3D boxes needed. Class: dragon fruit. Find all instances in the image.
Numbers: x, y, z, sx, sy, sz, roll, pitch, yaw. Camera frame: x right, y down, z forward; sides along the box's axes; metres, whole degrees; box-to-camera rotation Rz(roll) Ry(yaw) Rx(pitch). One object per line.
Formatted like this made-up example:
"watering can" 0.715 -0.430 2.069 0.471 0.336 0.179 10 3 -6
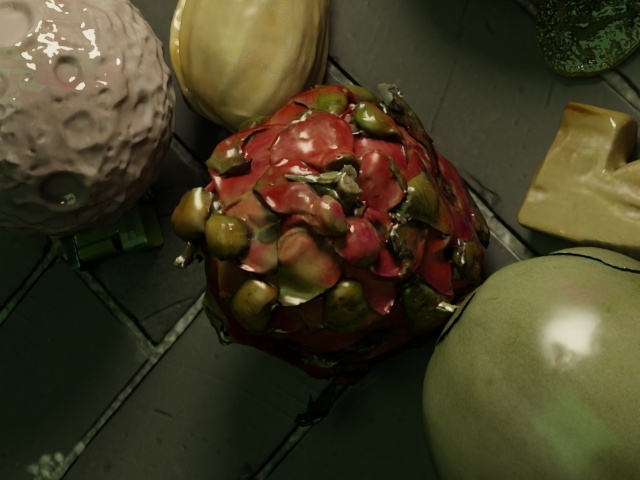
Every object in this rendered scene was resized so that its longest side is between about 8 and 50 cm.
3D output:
"dragon fruit" 0.000 0.000 1.360 0.269 0.291 0.250 -34 77 20

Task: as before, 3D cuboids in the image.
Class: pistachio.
"pistachio" -0.060 -0.208 1.494 0.157 0.157 0.229 7 82 26

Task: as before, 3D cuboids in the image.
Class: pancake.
"pancake" 0.242 -0.196 1.414 0.108 0.017 0.108 -1 87 23

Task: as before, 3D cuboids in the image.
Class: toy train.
"toy train" -0.216 -0.018 1.600 0.122 0.050 0.081 -19 84 21

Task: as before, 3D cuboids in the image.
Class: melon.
"melon" 0.221 0.157 1.244 0.330 0.268 0.268 46 105 6

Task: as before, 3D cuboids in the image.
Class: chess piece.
"chess piece" 0.306 -0.029 1.324 0.301 0.137 0.137 15 91 37

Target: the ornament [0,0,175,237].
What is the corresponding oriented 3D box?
"ornament" -0.252 -0.127 1.479 0.225 0.259 0.259 4 85 -16
